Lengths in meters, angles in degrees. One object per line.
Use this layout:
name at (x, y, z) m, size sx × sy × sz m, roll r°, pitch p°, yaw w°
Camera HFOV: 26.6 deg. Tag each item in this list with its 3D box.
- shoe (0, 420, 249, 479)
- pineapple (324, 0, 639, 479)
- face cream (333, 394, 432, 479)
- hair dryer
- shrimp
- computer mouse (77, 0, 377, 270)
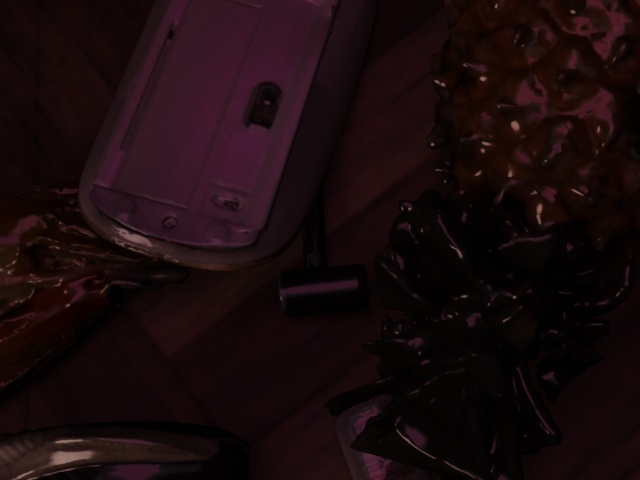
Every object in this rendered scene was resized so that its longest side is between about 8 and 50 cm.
shoe at (-0.143, 0.151, 0.679) m, size 0.227 × 0.099 × 0.112 m, roll -8°, pitch 79°, yaw 10°
pineapple at (0.100, -0.004, 0.658) m, size 0.169 × 0.169 × 0.341 m, roll 20°, pitch 83°, yaw 14°
face cream at (0.037, 0.122, 0.692) m, size 0.040 × 0.021 × 0.083 m, roll -20°, pitch 71°, yaw 0°
hair dryer at (0.000, 0.000, 0.737) m, size 0.047 × 0.026 × 0.083 m, roll -6°, pitch 65°, yaw 4°
shrimp at (-0.202, 0.038, 0.739) m, size 0.294 × 0.062 × 0.154 m, roll -13°, pitch 84°, yaw 7°
computer mouse at (-0.046, -0.089, 0.741) m, size 0.125 × 0.056 × 0.245 m, roll 14°, pitch 62°, yaw 6°
